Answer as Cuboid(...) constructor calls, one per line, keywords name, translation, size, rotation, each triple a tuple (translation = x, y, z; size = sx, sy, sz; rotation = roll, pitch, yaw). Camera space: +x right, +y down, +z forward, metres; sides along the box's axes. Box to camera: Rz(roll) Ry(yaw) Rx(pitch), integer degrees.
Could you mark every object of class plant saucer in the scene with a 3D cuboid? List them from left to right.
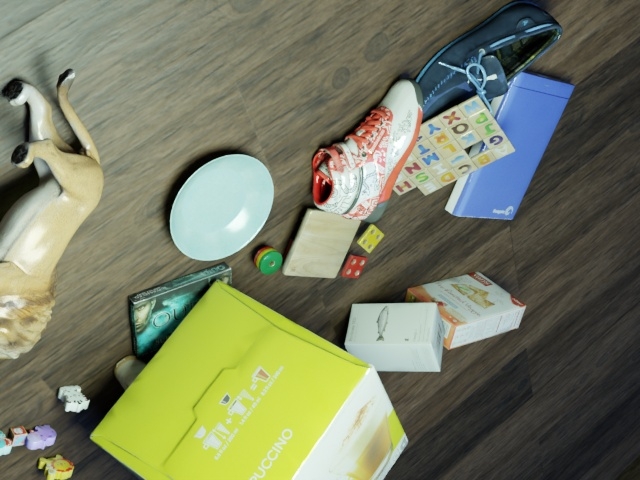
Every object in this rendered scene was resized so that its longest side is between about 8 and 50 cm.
Cuboid(name="plant saucer", translation=(-0.167, -0.059, 1.424), size=(0.195, 0.037, 0.195), rotation=(-23, 132, -29))

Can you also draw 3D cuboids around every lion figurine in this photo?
Cuboid(name="lion figurine", translation=(-0.388, -0.021, 1.180), size=(0.392, 0.142, 0.240), rotation=(-53, 147, -3))

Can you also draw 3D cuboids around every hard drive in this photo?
Cuboid(name="hard drive", translation=(0.399, -0.196, 1.828), size=(0.210, 0.040, 0.319), rotation=(1, 118, -43))

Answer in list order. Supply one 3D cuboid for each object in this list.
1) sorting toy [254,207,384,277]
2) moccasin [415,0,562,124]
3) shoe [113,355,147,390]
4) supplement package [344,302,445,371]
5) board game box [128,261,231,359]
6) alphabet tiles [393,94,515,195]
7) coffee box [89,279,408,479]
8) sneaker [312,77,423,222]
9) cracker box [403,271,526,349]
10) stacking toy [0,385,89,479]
Cuboid(name="sorting toy", translation=(0.000, 0.000, 1.610), size=(0.274, 0.046, 0.132), rotation=(6, 115, -44))
Cuboid(name="moccasin", translation=(0.297, -0.317, 1.587), size=(0.342, 0.117, 0.138), rotation=(-45, 139, -6))
Cuboid(name="shoe", translation=(-0.286, 0.276, 1.549), size=(0.076, 0.058, 0.219), rotation=(-47, 139, -4))
Cuboid(name="supplement package", translation=(0.154, 0.198, 1.779), size=(0.105, 0.179, 0.105), rotation=(65, 29, -47))
Cuboid(name="board game box", translation=(-0.239, 0.120, 1.501), size=(0.186, 0.026, 0.126), rotation=(-20, 132, -30))
Cuboid(name="alphabet tiles", translation=(0.224, -0.163, 1.629), size=(0.237, 0.009, 0.198), rotation=(-27, 145, 19))
Cuboid(name="coffee box", translation=(-0.104, 0.335, 1.470), size=(0.338, 0.338, 0.334), rotation=(-52, 149, -19))
Cuboid(name="sneaker", translation=(0.077, -0.165, 1.523), size=(0.145, 0.090, 0.270), rotation=(10, 106, -36))
Cuboid(name="cracker box", translation=(0.318, 0.150, 1.925), size=(0.232, 0.155, 0.067), rotation=(-10, 124, -38))
Cuboid(name="stacking toy", translation=(-0.492, 0.327, 1.408), size=(0.221, 0.052, 0.167), rotation=(0, 119, -41))
